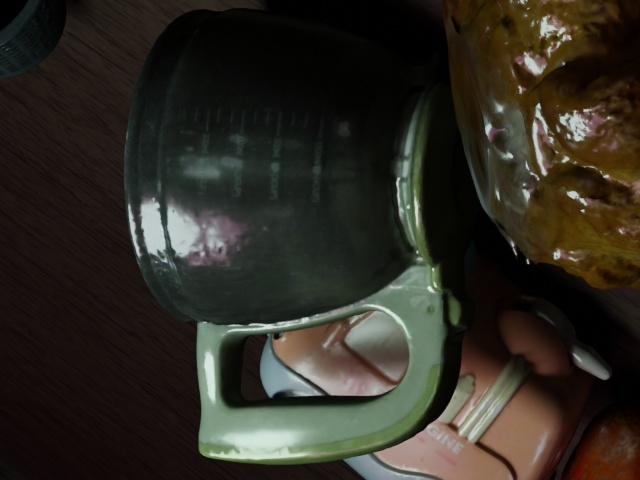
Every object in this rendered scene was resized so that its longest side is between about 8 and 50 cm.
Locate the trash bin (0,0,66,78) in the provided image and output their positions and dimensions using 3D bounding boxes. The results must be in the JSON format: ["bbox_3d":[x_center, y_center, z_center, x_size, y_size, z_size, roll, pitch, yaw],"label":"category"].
[{"bbox_3d":[-0.299,-0.217,1.479,0.175,0.175,0.161,36,174,10],"label":"trash bin"}]

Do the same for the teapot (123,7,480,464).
[{"bbox_3d":[-0.007,-0.014,1.244,0.239,0.321,0.239,3,155,23],"label":"teapot"}]

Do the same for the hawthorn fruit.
[{"bbox_3d":[0.261,0.230,1.381,0.157,0.194,0.157,23,152,13],"label":"hawthorn fruit"}]

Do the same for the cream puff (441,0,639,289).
[{"bbox_3d":[0.160,-0.082,1.001,0.269,0.155,0.241,73,176,-61],"label":"cream puff"}]

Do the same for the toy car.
[{"bbox_3d":[0.098,0.102,1.408,0.270,0.180,0.212,36,124,6],"label":"toy car"}]
